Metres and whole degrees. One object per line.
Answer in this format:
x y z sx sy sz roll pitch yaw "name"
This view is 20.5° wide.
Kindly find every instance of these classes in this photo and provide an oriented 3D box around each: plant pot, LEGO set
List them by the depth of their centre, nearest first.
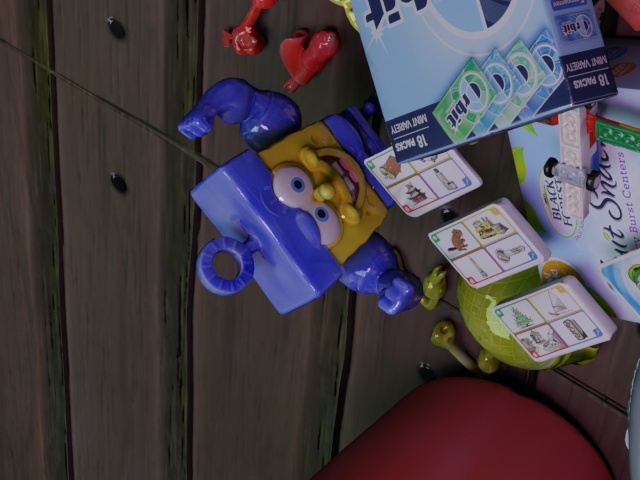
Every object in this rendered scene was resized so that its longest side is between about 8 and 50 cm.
0.159 -0.030 1.068 0.182 0.060 0.244 48 146 -10 "LEGO set"
0.085 0.250 1.295 0.275 0.243 0.275 22 137 22 "plant pot"

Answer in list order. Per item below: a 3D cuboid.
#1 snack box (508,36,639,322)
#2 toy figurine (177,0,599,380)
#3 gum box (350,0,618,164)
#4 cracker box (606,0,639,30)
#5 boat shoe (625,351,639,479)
0.221 -0.030 1.080 0.207 0.070 0.175 11 128 43 "snack box"
0.000 0.000 1.215 0.363 0.217 0.191 55 143 -4 "toy figurine"
0.077 -0.149 0.999 0.157 0.041 0.184 -16 91 54 "gum box"
0.149 -0.251 0.970 0.232 0.067 0.156 47 143 6 "cracker box"
0.231 0.148 1.151 0.099 0.116 0.319 37 162 38 "boat shoe"
